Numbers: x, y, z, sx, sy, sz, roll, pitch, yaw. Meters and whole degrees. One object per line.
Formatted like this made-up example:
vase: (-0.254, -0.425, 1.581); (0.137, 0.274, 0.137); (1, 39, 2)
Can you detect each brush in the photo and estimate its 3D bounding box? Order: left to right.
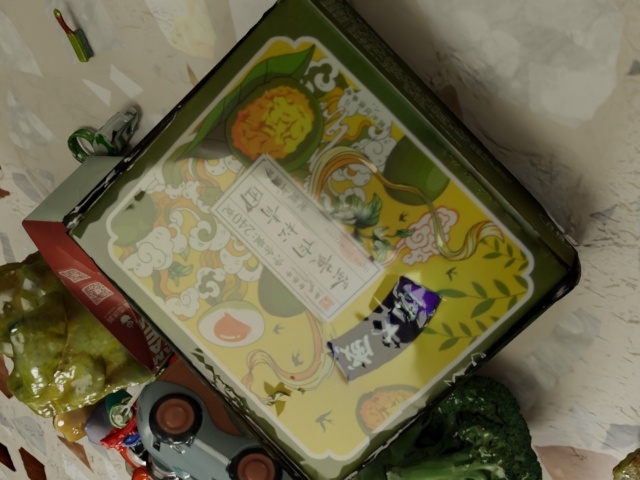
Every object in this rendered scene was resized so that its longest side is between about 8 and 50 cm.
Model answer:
brush: (-0.327, -0.274, 1.759); (0.018, 0.021, 0.083); (11, 139, 44)

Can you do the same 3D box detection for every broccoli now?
broccoli: (0.132, 0.282, 1.618); (0.270, 0.270, 0.270); (15, 110, 49)

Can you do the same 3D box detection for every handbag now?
handbag: (-0.263, 0.038, 1.869); (0.151, 0.171, 0.298); (4, 132, 41)

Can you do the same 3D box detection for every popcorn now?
popcorn: (-0.393, 0.133, 1.975); (0.290, 0.321, 0.325); (49, 177, -12)

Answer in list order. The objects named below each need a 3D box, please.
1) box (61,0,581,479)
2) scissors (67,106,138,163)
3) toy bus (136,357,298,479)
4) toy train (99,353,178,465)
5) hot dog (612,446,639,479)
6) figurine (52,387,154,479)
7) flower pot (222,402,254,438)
box: (0.000, 0.000, 1.401); (0.420, 0.138, 0.373); (46, 108, 0)
scissors: (-0.295, -0.140, 1.862); (0.101, 0.027, 0.204); (44, 149, -4)
toy bus: (-0.114, 0.267, 1.901); (0.287, 0.232, 0.194); (30, 148, 9)
toy train: (-0.241, 0.263, 2.085); (0.131, 0.204, 0.083); (41, -168, 3)
hot dog: (0.378, 0.305, 1.549); (0.078, 0.061, 0.169); (1, 111, 9)
figurine: (-0.304, 0.324, 2.237); (0.257, 0.208, 0.181); (29, 178, 27)
flower pot: (-0.057, 0.169, 1.747); (0.235, 0.148, 0.235); (53, 153, 41)
